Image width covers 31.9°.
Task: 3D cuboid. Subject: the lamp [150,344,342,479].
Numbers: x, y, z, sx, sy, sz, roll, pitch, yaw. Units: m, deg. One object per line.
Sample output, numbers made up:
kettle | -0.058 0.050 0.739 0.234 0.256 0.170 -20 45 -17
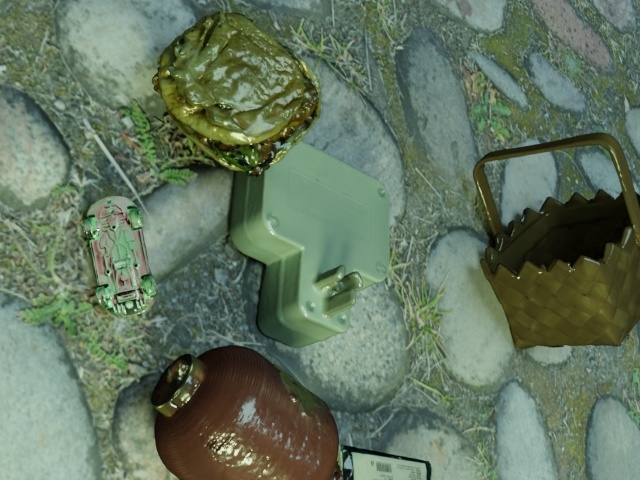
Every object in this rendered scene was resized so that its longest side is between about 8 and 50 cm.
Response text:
lamp | -0.090 0.223 1.308 0.258 0.180 0.180 40 50 -23

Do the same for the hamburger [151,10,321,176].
hamburger | -0.108 -0.190 1.452 0.206 0.130 0.183 40 65 -4

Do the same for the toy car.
toy car | -0.234 0.019 1.318 0.055 0.069 0.142 66 11 -80

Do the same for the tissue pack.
tissue pack | 0.065 0.327 1.471 0.170 0.090 0.103 18 62 -37

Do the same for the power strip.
power strip | 0.000 0.000 1.505 0.229 0.141 0.261 25 55 -35

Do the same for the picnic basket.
picnic basket | 0.404 -0.010 1.817 0.291 0.254 0.321 -40 114 -45
